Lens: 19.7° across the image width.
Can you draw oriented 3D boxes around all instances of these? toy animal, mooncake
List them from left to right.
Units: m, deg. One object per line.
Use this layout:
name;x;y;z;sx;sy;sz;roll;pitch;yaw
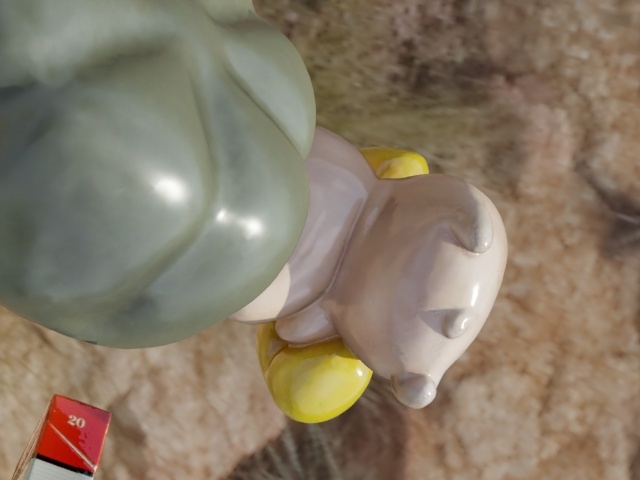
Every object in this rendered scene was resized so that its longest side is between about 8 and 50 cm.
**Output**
mooncake;-0.112;-0.081;0.972;0.135;0.275;0.275;-31;126;29
toy animal;-0.010;0.020;1.694;0.247;0.345;0.277;30;94;-27

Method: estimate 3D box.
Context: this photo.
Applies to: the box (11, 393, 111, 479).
box;-0.177;0.183;1.128;0.048;0.100;0.152;25;48;-10
